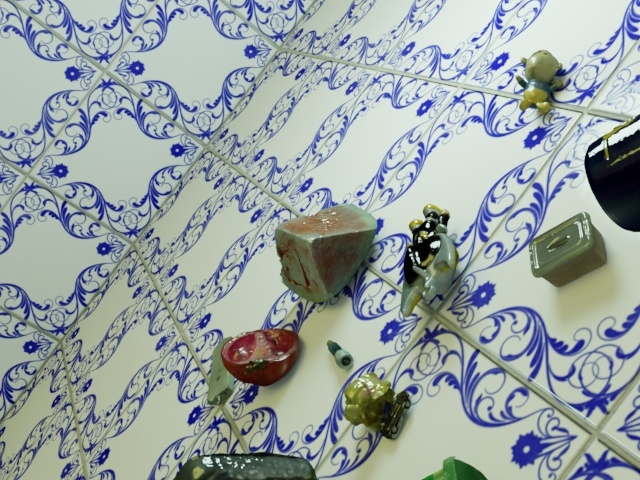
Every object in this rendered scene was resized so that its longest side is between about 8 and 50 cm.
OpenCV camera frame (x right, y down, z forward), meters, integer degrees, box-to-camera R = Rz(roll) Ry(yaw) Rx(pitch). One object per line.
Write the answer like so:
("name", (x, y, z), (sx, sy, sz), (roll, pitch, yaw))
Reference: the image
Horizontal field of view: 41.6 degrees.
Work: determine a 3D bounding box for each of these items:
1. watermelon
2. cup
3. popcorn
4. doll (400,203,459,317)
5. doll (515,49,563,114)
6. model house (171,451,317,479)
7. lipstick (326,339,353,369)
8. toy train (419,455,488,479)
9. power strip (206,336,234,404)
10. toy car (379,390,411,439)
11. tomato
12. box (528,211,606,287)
("watermelon", (0.000, 0.000, 1.986), (0.261, 0.201, 0.213), (-53, 34, -7))
("cup", (0.576, -0.135, 1.300), (0.256, 0.255, 0.178), (-32, 70, 42))
("popcorn", (0.091, 0.304, 1.596), (0.109, 0.089, 0.097), (-57, -22, -51))
("doll", (0.215, 0.033, 1.698), (0.145, 0.103, 0.316), (-26, 26, 18))
("doll", (0.461, -0.342, 1.777), (0.089, 0.102, 0.179), (96, -175, -51))
("model house", (-0.122, 0.551, 1.478), (0.190, 0.271, 0.300), (-52, 38, 39))
("lipstick", (0.037, 0.242, 1.818), (0.037, 0.037, 0.116), (-53, 20, 0))
("toy train", (0.173, 0.475, 1.209), (0.202, 0.120, 0.301), (-37, 30, 24))
("power strip", (-0.252, 0.340, 2.178), (0.080, 0.029, 0.227), (-38, 29, 25))
("toy car", (0.141, 0.322, 1.551), (0.041, 0.025, 0.093), (13, 72, 60))
("tomato", (-0.136, 0.283, 1.990), (0.189, 0.099, 0.173), (-6, 20, 5))
("box", (0.419, 0.019, 1.422), (0.122, 0.062, 0.089), (-35, 31, 35))
